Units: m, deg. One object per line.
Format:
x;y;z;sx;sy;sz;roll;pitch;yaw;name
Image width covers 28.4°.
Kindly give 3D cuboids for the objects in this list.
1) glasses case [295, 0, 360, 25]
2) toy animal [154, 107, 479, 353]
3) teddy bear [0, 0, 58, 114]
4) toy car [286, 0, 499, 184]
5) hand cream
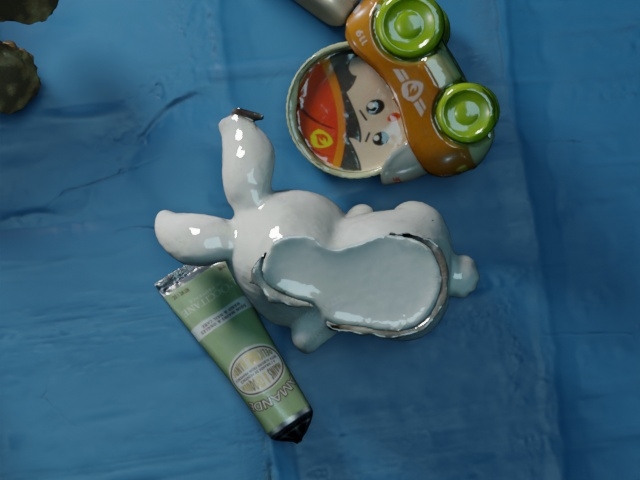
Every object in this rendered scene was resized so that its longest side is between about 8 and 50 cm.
-0.041;-0.316;1.422;0.196;0.083;0.050;37;82;-1;glasses case
0.000;0.007;1.354;0.325;0.154;0.208;34;92;-9;toy animal
-0.455;-0.258;1.345;0.296;0.222;0.246;3;117;-37;teddy bear
0.073;-0.151;1.408;0.235;0.145;0.235;1;97;9;toy car
-0.086;0.122;1.392;0.086;0.055;0.235;-32;82;-12;hand cream
